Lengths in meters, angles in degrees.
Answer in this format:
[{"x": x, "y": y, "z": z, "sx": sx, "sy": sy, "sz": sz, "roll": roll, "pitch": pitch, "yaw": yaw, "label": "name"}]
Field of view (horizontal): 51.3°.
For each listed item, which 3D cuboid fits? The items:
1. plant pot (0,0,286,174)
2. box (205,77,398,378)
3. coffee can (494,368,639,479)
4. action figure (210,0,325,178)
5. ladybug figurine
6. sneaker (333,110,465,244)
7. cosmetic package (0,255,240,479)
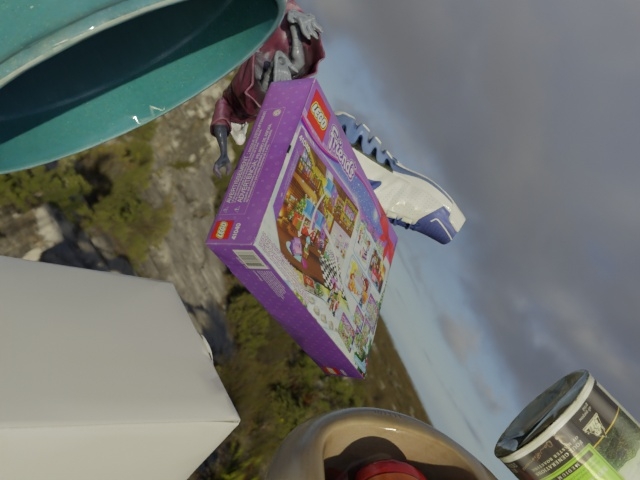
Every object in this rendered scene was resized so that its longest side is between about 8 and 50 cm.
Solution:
[{"x": -0.202, "y": -0.221, "z": 0.479, "sx": 0.255, "sy": 0.272, "sz": 0.271, "roll": 63, "pitch": 3, "yaw": -4, "label": "plant pot"}, {"x": 0.000, "y": 0.000, "z": 0.727, "sx": 0.293, "sy": 0.057, "sz": 0.201, "roll": 56, "pitch": 43, "yaw": -48, "label": "box"}, {"x": 0.440, "y": 0.369, "z": 1.031, "sx": 0.275, "sy": 0.201, "sz": 0.201, "roll": 46, "pitch": 0, "yaw": 10, "label": "coffee can"}, {"x": -0.147, "y": -0.306, "z": 1.344, "sx": 0.275, "sy": 0.248, "sz": 0.370, "roll": 61, "pitch": -28, "yaw": -3, "label": "action figure"}, {"x": 0.077, "y": 0.339, "z": 0.714, "sx": 0.449, "sy": 0.305, "sz": 0.161, "roll": -84, "pitch": -173, "yaw": -77, "label": "ladybug figurine"}, {"x": 0.090, "y": -0.072, "z": 1.230, "sx": 0.315, "sy": 0.182, "sz": 0.127, "roll": 39, "pitch": -9, "yaw": -1, "label": "sneaker"}, {"x": -0.276, "y": 0.127, "z": 0.578, "sx": 0.366, "sy": 0.155, "sz": 0.197, "roll": 18, "pitch": 30, "yaw": -47, "label": "cosmetic package"}]
